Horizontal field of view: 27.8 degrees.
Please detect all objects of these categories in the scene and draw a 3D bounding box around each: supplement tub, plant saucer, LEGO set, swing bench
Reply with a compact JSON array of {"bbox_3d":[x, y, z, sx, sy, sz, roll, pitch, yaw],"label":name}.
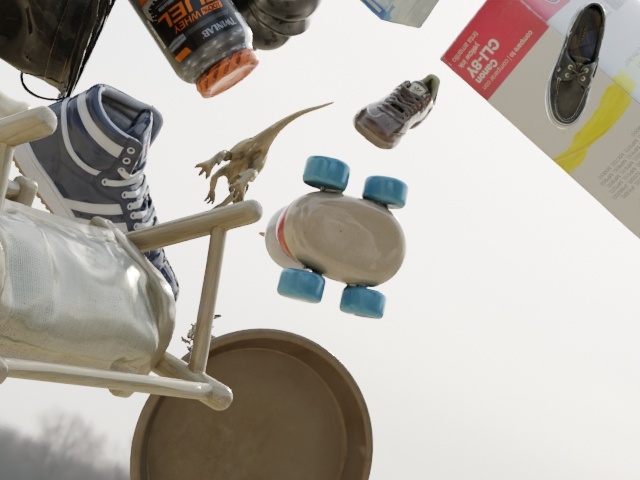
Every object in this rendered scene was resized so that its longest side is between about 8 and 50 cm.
[{"bbox_3d":[-0.168,-0.290,1.709,0.190,0.117,0.117,56,-15,4],"label":"supplement tub"},{"bbox_3d":[-0.075,0.231,1.404,0.277,0.278,0.041,28,-7,-22],"label":"plant saucer"},{"bbox_3d":[-0.142,0.103,1.477,0.023,0.054,0.083,47,-35,-17],"label":"LEGO set"},{"bbox_3d":[-0.219,0.014,0.903,0.254,0.165,0.253,6,-8,31],"label":"swing bench"}]

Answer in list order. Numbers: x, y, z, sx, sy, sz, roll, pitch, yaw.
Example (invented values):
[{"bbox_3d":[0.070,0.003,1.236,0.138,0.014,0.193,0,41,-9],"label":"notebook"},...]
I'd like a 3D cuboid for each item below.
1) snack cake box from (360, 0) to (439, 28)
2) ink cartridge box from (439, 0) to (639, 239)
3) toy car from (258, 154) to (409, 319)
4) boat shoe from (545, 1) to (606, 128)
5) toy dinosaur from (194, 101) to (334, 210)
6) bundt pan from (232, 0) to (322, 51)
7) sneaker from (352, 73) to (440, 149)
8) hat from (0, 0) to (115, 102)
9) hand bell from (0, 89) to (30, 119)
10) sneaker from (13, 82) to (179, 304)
[{"bbox_3d":[0.056,-0.393,1.539,0.089,0.152,0.264,-1,42,-51],"label":"snack cake box"},{"bbox_3d":[0.399,-0.219,1.822,0.384,0.279,0.160,43,-53,5],"label":"ink cartridge box"},{"bbox_3d":[0.000,0.000,2.063,0.210,0.219,0.238,16,-9,-25],"label":"toy car"},{"bbox_3d":[0.279,-0.193,1.414,0.049,0.142,0.040,13,-2,1],"label":"boat shoe"},{"bbox_3d":[-0.066,-0.078,1.194,0.053,0.092,0.183,45,-40,0],"label":"toy dinosaur"},{"bbox_3d":[-0.140,-0.388,1.911,0.330,0.124,0.331,3,-32,2],"label":"bundt pan"},{"bbox_3d":[0.097,-0.169,1.613,0.066,0.071,0.188,37,26,6],"label":"sneaker"},{"bbox_3d":[-0.324,-0.283,1.570,0.134,0.331,0.331,26,-15,-12],"label":"hat"},{"bbox_3d":[-0.561,-0.267,1.960,0.126,0.126,0.242,0,-52,55],"label":"hand bell"},{"bbox_3d":[-0.214,-0.048,1.466,0.153,0.099,0.282,-28,-69,23],"label":"sneaker"}]
